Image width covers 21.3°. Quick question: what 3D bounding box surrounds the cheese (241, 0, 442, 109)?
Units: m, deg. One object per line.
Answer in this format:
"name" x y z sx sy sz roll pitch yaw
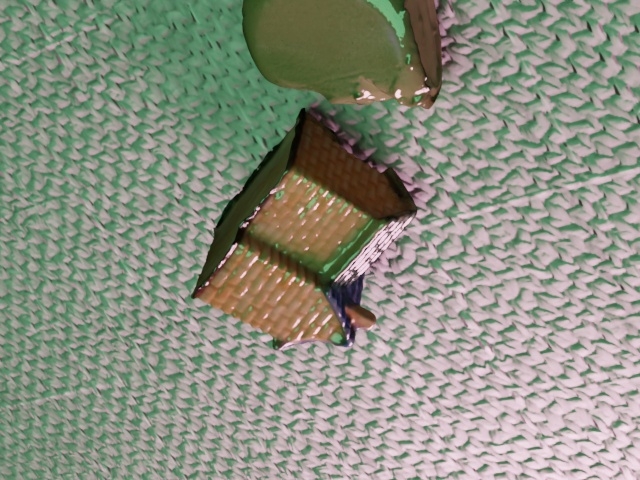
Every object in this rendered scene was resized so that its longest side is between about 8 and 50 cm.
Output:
"cheese" 0.014 -0.200 1.527 0.202 0.091 0.175 3 124 36

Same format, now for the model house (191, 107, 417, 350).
"model house" 0.000 0.000 1.657 0.172 0.166 0.183 32 122 -10
